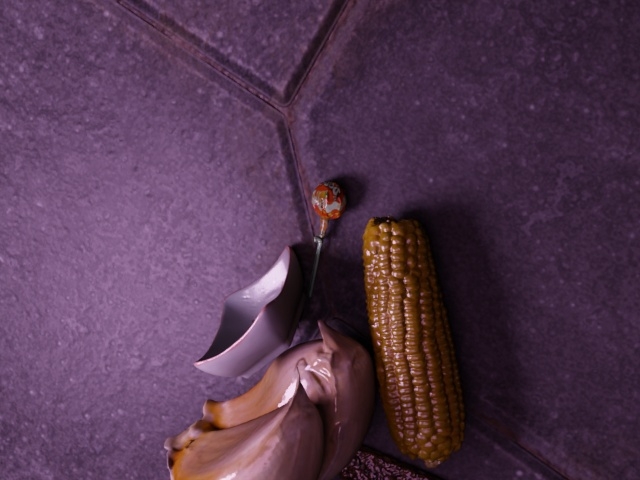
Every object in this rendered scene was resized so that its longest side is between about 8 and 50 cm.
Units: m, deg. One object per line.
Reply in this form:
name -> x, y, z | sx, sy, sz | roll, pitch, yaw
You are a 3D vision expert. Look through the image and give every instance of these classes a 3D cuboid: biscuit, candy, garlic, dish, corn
biscuit -> 0.127, 0.401, 1.539 | 0.236, 0.026, 0.131 | 20, 104, 13
candy -> 0.000, 0.000, 1.506 | 0.055, 0.049, 0.185 | 32, 118, 42
garlic -> -0.064, 0.274, 1.457 | 0.313, 0.286, 0.250 | -26, 72, 31
dish -> -0.085, 0.114, 1.469 | 0.151, 0.212, 0.077 | -40, 103, 21
corn -> 0.127, 0.142, 1.444 | 0.120, 0.120, 0.363 | -11, 94, 20
